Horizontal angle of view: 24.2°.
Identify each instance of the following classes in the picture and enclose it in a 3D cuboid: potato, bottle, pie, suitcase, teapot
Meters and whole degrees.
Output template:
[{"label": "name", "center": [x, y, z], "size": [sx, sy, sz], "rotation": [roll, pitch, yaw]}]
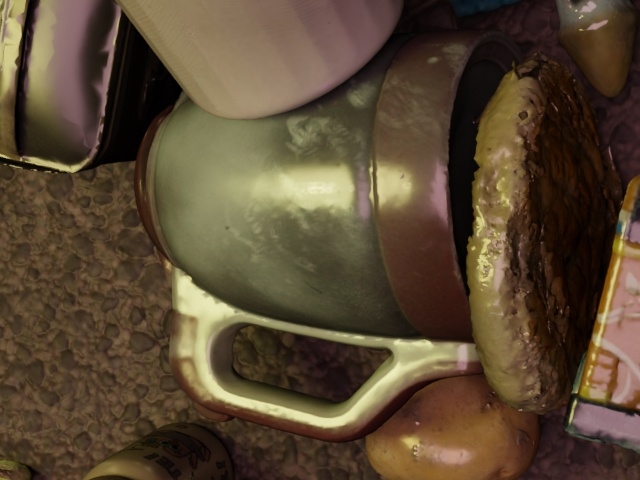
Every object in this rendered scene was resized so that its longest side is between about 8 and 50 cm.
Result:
[{"label": "potato", "center": [0.107, 0.155, 1.225], "size": [0.147, 0.112, 0.112], "rotation": [-1, 97, 13]}, {"label": "bottle", "center": [-0.146, 0.224, 1.254], "size": [0.110, 0.209, 0.097], "rotation": [12, 101, 15]}, {"label": "pie", "center": [0.168, -0.004, 1.100], "size": [0.055, 0.274, 0.274], "rotation": [0, 97, 27]}, {"label": "suitcase", "center": [-0.312, -0.224, 1.261], "size": [0.434, 0.194, 0.283], "rotation": [14, 100, 14]}, {"label": "teapot", "center": [0.000, 0.000, 1.173], "size": [0.312, 0.233, 0.315], "rotation": [0, 89, 28]}]

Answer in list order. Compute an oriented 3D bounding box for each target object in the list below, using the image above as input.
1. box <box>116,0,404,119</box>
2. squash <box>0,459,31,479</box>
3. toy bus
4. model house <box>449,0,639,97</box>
[{"label": "box", "center": [-0.056, -0.200, 1.037], "size": [0.262, 0.291, 0.206], "rotation": [-18, 127, 22]}, {"label": "squash", "center": [-0.347, 0.313, 1.401], "size": [0.083, 0.083, 0.250], "rotation": [25, 100, 13]}, {"label": "toy bus", "center": [0.278, 0.045, 1.040], "size": [0.162, 0.323, 0.194], "rotation": [14, 99, 15]}, {"label": "model house", "center": [0.176, -0.261, 1.109], "size": [0.267, 0.194, 0.325], "rotation": [-14, 96, 18]}]
